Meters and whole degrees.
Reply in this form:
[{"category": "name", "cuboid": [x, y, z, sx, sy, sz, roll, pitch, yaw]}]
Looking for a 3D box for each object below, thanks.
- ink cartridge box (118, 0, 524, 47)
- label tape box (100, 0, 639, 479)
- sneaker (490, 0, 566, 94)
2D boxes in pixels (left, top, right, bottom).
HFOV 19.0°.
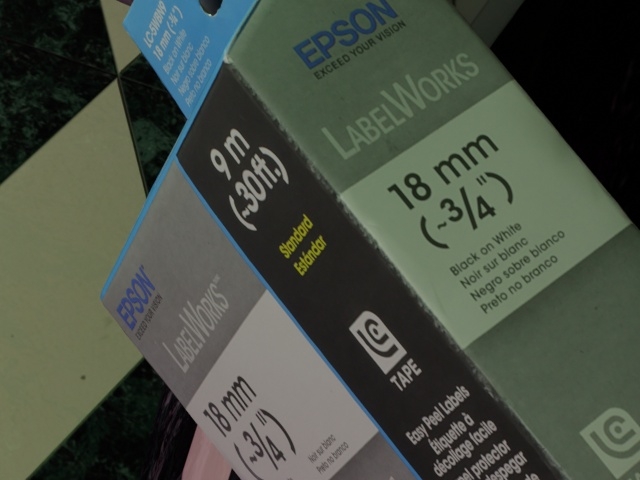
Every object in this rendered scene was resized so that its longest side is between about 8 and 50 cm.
[{"category": "ink cartridge box", "cuboid": [0.053, -0.264, 0.979, 0.385, 0.091, 0.308, -55, 38, -6]}, {"category": "label tape box", "cuboid": [0.000, 0.000, 0.804, 0.106, 0.334, 0.240, -34, -10, -28]}, {"category": "sneaker", "cuboid": [0.122, -0.191, 1.136, 0.227, 0.087, 0.130, 112, 164, -52]}]
